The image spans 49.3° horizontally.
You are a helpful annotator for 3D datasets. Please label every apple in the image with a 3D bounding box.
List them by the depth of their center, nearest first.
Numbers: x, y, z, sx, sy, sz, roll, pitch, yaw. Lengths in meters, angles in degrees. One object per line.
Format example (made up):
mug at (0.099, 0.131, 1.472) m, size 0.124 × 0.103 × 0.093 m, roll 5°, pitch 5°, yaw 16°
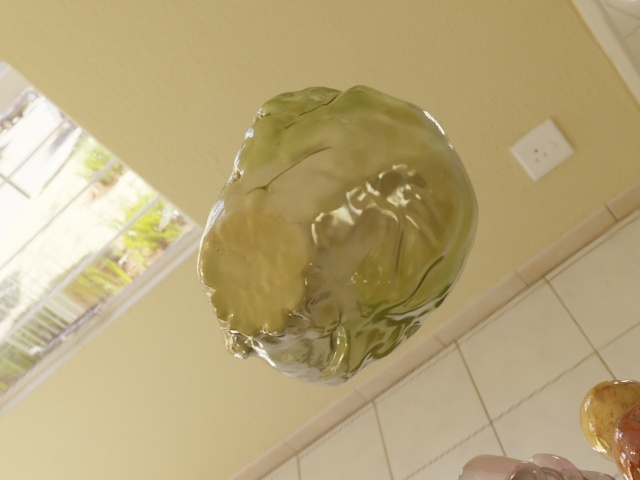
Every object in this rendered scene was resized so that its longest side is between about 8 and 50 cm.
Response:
apple at (0.613, 0.379, 1.239) m, size 0.180 × 0.169 × 0.181 m, roll -21°, pitch 19°, yaw 7°

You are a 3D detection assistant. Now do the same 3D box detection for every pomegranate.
pomegranate at (0.714, 0.425, 1.636) m, size 0.207 × 0.207 × 0.207 m, roll -35°, pitch 28°, yaw 22°

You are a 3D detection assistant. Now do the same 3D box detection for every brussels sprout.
brussels sprout at (0.009, -0.009, 0.646) m, size 0.274 × 0.242 × 0.316 m, roll -49°, pitch -13°, yaw -6°

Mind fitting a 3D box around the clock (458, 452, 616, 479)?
clock at (0.329, 0.466, 1.023) m, size 0.113 × 0.322 × 0.296 m, roll -11°, pitch 71°, yaw 53°
